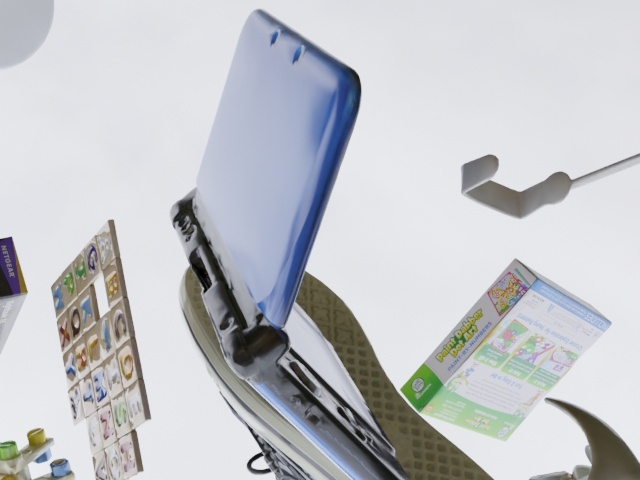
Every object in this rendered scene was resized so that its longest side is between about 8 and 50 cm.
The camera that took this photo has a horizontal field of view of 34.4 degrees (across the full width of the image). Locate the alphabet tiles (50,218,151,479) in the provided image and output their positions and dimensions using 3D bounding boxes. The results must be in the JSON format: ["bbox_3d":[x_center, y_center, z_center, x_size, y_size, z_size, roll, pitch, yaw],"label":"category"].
[{"bbox_3d":[-0.220,0.124,1.027,0.009,0.198,0.237,-3,-110,-33],"label":"alphabet tiles"}]

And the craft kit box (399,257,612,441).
[{"bbox_3d":[0.269,0.165,1.470,0.250,0.246,0.061,27,-166,-47],"label":"craft kit box"}]

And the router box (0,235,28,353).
[{"bbox_3d":[-0.514,0.110,1.280,0.243,0.309,0.081,-12,-108,-29],"label":"router box"}]

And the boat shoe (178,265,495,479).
[{"bbox_3d":[0.012,0.205,1.097,0.187,0.156,0.500,-27,-118,-36],"label":"boat shoe"}]

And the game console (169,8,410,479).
[{"bbox_3d":[0.000,0.000,0.739,0.250,0.173,0.293,47,-177,-25],"label":"game console"}]

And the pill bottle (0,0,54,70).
[{"bbox_3d":[-0.324,-0.220,0.889,0.131,0.131,0.229,-13,-152,-37],"label":"pill bottle"}]

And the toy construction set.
[{"bbox_3d":[-0.559,0.381,1.566,0.215,0.151,0.328,2,-176,35],"label":"toy construction set"}]

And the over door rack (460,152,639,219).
[{"bbox_3d":[0.252,-0.150,0.636,0.324,0.108,0.239,-15,-124,33],"label":"over door rack"}]

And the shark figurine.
[{"bbox_3d":[0.197,0.193,0.634,0.166,0.116,0.278,20,168,17],"label":"shark figurine"}]
